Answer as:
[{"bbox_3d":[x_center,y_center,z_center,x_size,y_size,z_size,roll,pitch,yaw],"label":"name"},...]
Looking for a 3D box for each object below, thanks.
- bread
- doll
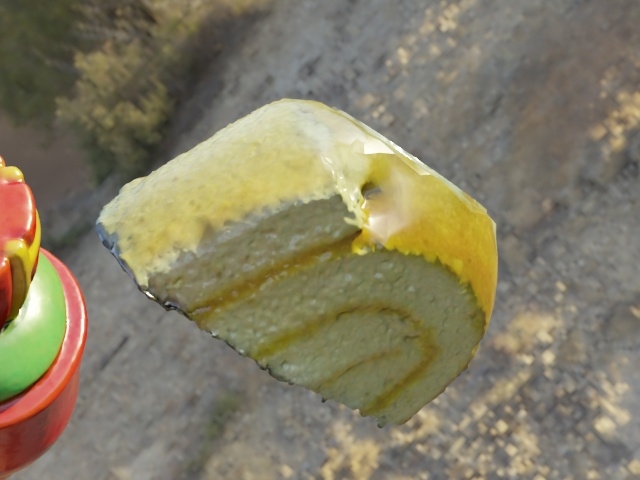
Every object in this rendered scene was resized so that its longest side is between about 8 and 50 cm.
[{"bbox_3d":[-0.002,-0.007,1.465,0.264,0.395,0.239,-48,42,10],"label":"bread"},{"bbox_3d":[-0.258,0.083,1.083,0.363,0.160,0.182,105,153,-49],"label":"doll"}]
